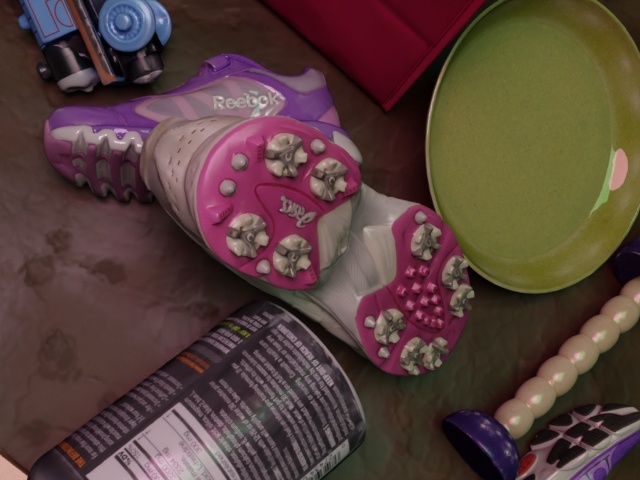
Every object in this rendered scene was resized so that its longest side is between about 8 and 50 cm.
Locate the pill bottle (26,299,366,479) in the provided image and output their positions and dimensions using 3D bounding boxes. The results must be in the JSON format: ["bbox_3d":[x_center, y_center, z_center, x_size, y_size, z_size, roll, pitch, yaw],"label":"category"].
[{"bbox_3d":[-0.098,0.157,0.587,0.245,0.130,0.130,-36,88,-24],"label":"pill bottle"}]

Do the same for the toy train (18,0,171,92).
[{"bbox_3d":[-0.185,-0.196,0.670,0.105,0.080,0.184,-21,99,8],"label":"toy train"}]

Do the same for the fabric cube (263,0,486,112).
[{"bbox_3d":[0.064,-0.301,0.663,0.258,0.259,0.254,42,72,-2],"label":"fabric cube"}]

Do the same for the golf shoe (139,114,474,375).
[{"bbox_3d":[0.000,0.000,0.632,0.306,0.140,0.115,40,77,-44],"label":"golf shoe"}]

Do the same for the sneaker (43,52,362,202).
[{"bbox_3d":[-0.088,-0.090,0.679,0.236,0.095,0.105,-1,72,-18],"label":"sneaker"}]

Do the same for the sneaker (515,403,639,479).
[{"bbox_3d":[0.192,0.194,0.704,0.170,0.068,0.071,-40,105,-8],"label":"sneaker"}]

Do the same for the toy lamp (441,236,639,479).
[{"bbox_3d":[0.217,0.080,0.717,0.274,0.080,0.080,-38,89,-14],"label":"toy lamp"}]

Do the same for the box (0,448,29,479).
[{"bbox_3d":[-0.223,0.249,0.610,0.201,0.021,0.164,38,73,-3],"label":"box"}]

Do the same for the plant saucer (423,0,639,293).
[{"bbox_3d":[0.173,-0.079,0.721,0.240,0.037,0.241,-4,99,-28],"label":"plant saucer"}]
